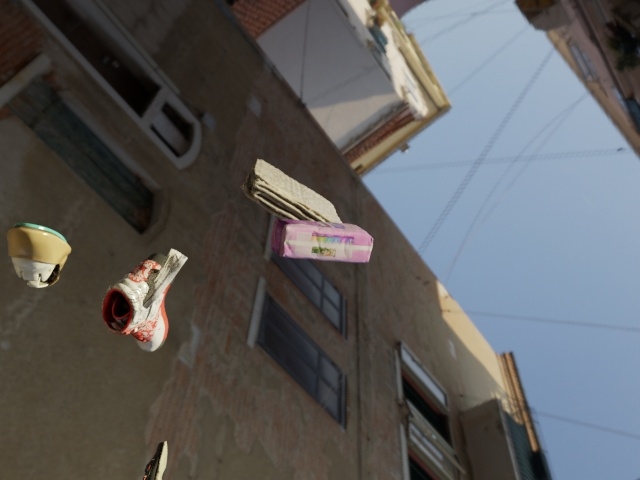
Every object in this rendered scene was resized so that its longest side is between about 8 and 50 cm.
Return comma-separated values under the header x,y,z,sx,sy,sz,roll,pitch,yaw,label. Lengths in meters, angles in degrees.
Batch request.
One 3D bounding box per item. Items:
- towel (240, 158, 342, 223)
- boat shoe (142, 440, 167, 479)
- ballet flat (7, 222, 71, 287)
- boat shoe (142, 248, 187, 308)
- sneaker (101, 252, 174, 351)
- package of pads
x,y,z,sx,sy,sz,roll,pitch,yaw,label
-0.050,-0.071,1.163,0.049,0.187,0.282,-56,-170,9,towel
-0.347,0.475,1.351,0.042,0.049,0.133,-1,-146,1,boat shoe
-0.395,0.029,0.915,0.232,0.080,0.073,150,-50,-73,ballet flat
-0.242,0.056,0.971,0.100,0.035,0.035,-53,-173,6,boat shoe
-0.378,0.157,1.306,0.145,0.090,0.270,-44,161,-49,sneaker
0.000,0.000,0.581,0.050,0.083,0.032,-151,-113,-71,package of pads
